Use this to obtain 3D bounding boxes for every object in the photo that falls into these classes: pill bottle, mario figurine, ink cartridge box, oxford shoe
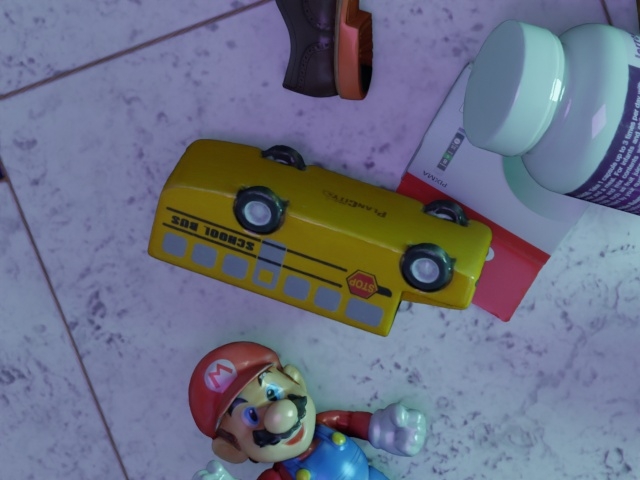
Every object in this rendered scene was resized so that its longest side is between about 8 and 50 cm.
[{"bbox_3d":[0.297,-0.112,1.803,0.301,0.169,0.169,15,105,-19],"label":"pill bottle"},{"bbox_3d":[-0.007,0.233,1.963,0.320,0.198,0.170,44,126,-8],"label":"mario figurine"},{"bbox_3d":[0.174,-0.045,1.945,0.181,0.056,0.224,30,103,1],"label":"ink cartridge box"},{"bbox_3d":[-0.004,-0.275,1.899,0.098,0.097,0.271,2,103,14],"label":"oxford shoe"}]

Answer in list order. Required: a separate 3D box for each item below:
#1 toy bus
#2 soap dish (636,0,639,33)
[{"bbox_3d":[0.000,0.000,1.937,0.333,0.108,0.130,19,123,4],"label":"toy bus"},{"bbox_3d":[0.445,-0.303,1.813,0.291,0.118,0.229,-6,101,8],"label":"soap dish"}]
